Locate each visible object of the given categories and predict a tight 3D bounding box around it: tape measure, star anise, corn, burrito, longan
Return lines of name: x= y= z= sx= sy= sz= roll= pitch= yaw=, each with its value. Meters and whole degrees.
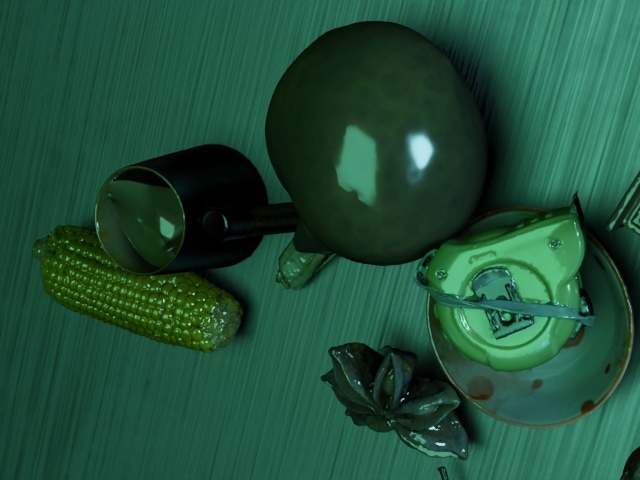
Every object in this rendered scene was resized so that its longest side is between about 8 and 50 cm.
tape measure: x=0.211 y=0.058 z=1.793 sx=0.200 sy=0.106 sz=0.175 roll=-15 pitch=96 yaw=13
star anise: x=0.091 y=0.188 z=1.972 sx=0.212 sy=0.073 sz=0.197 roll=24 pitch=150 yaw=25
corn: x=-0.253 y=0.063 z=2.166 sx=0.322 sy=0.119 sz=0.119 roll=17 pitch=106 yaw=24
burrito: x=0.001 y=0.000 z=2.051 sx=0.188 sy=0.045 sz=0.058 roll=-45 pitch=50 yaw=29
longan: x=0.060 y=-0.106 z=1.887 sx=0.300 sy=0.243 sz=0.300 roll=-20 pitch=64 yaw=49

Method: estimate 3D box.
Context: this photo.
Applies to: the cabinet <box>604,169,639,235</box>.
cabinet: x=0.438 y=-0.037 z=1.692 sx=0.175 sy=0.215 sz=0.148 roll=37 pitch=113 yaw=21

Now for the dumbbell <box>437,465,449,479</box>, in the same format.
dumbbell: x=0.169 y=0.350 z=1.989 sx=0.069 sy=0.069 sz=0.147 roll=-15 pitch=90 yaw=31

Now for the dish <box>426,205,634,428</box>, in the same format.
dish: x=0.257 y=0.085 z=1.892 sx=0.260 sy=0.085 sz=0.260 roll=5 pitch=100 yaw=31

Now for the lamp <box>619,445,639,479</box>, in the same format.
lamp: x=0.427 y=0.301 z=1.761 sx=0.227 sy=0.227 sz=0.227 roll=5 pitch=99 yaw=29

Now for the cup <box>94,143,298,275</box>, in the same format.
cup: x=-0.154 y=-0.049 z=2.056 sx=0.239 sy=0.177 sz=0.166 roll=-24 pitch=84 yaw=30
